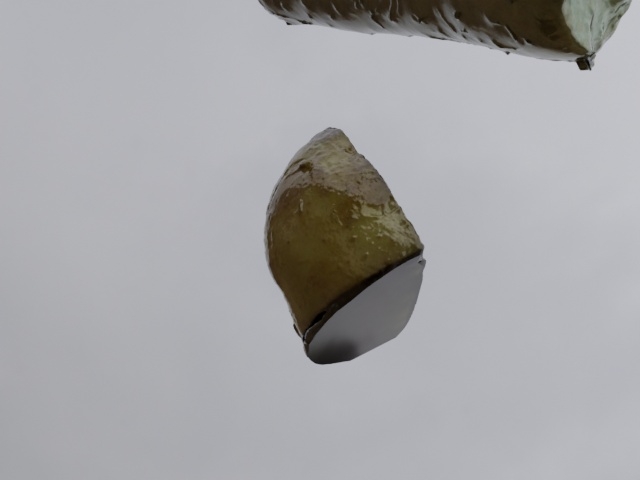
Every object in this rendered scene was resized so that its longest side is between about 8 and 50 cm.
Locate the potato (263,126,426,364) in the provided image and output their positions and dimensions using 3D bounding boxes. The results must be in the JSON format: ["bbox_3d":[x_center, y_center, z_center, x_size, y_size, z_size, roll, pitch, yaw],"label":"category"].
[{"bbox_3d":[0.000,0.000,0.611,0.103,0.066,0.096,59,-22,27],"label":"potato"}]

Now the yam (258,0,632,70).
[{"bbox_3d":[0.057,-0.161,0.717,0.371,0.083,0.083,29,-32,61],"label":"yam"}]
